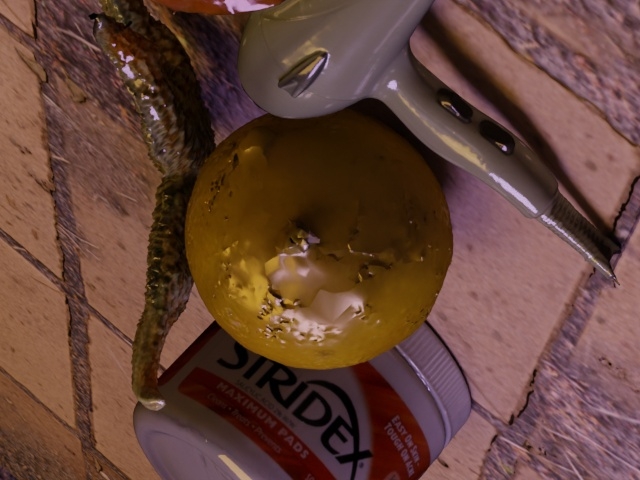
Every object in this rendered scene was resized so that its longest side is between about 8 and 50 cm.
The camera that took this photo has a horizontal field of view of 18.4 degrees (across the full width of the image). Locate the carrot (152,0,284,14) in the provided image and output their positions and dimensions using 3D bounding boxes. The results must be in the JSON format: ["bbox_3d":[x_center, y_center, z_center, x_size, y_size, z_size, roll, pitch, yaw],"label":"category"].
[{"bbox_3d":[-0.056,-0.281,0.823,0.193,0.214,0.331,12,150,23],"label":"carrot"}]

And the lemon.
[{"bbox_3d":[0.000,0.000,1.272,0.173,0.173,0.206,36,167,20],"label":"lemon"}]

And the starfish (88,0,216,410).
[{"bbox_3d":[-0.111,-0.067,1.386,0.358,0.078,0.347,-96,-4,-69],"label":"starfish"}]

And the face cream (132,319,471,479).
[{"bbox_3d":[-0.016,0.137,1.530,0.201,0.187,0.201,37,158,18],"label":"face cream"}]

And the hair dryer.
[{"bbox_3d":[0.085,-0.098,1.104,0.267,0.092,0.229,27,151,4],"label":"hair dryer"}]
